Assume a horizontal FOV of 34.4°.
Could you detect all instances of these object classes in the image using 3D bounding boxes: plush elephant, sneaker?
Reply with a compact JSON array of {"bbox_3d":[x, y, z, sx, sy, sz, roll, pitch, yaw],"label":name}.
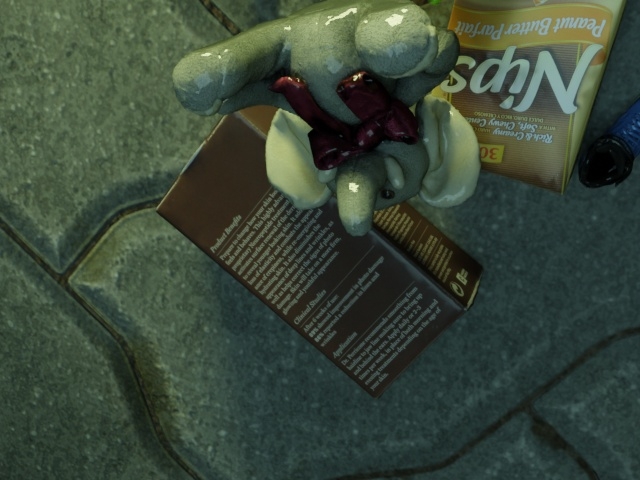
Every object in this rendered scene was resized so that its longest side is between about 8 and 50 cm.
[{"bbox_3d":[0.036,-0.126,1.111,0.271,0.330,0.256,-9,110,19],"label":"plush elephant"},{"bbox_3d":[0.358,-0.117,1.191,0.058,0.084,0.152,46,117,-3],"label":"sneaker"}]

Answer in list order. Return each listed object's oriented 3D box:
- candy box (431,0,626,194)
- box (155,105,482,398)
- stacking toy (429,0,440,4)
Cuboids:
[{"bbox_3d":[0.241,-0.231,1.184,0.182,0.087,0.317,18,114,14],"label":"candy box"},{"bbox_3d":[0.000,0.000,1.332,0.381,0.143,0.191,41,118,-2],"label":"box"},{"bbox_3d":[0.023,-0.317,1.250,0.221,0.052,0.167,45,119,-4],"label":"stacking toy"}]
